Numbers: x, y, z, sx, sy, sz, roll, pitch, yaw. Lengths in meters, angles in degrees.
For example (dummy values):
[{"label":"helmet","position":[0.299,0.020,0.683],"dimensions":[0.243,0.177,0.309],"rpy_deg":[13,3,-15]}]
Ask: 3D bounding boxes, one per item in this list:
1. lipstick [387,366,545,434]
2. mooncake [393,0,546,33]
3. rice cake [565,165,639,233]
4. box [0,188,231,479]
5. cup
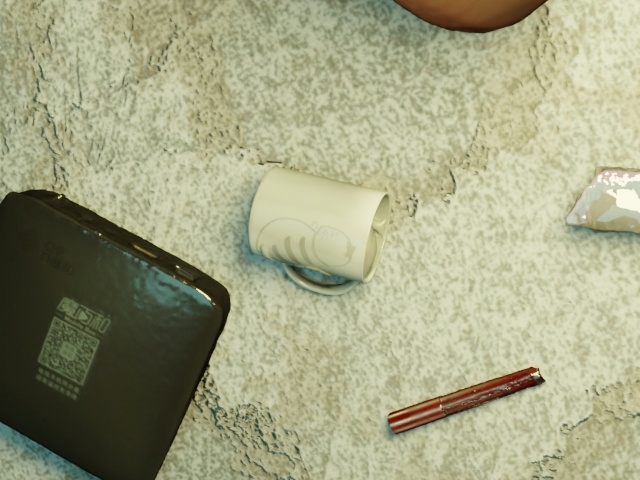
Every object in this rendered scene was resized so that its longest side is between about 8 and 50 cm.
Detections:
[{"label":"lipstick","position":[0.156,0.171,1.437],"dimensions":[0.176,0.027,0.027],"rpy_deg":[-22,95,19]},{"label":"mooncake","position":[0.087,-0.340,1.184],"dimensions":[0.174,0.326,0.334],"rpy_deg":[-44,78,28]},{"label":"rice cake","position":[0.442,-0.028,1.284],"dimensions":[0.399,0.064,0.070],"rpy_deg":[5,94,16]},{"label":"box","position":[-0.271,0.114,1.528],"dimensions":[0.290,0.073,0.289],"rpy_deg":[27,109,9]},{"label":"cup","position":[-0.002,0.000,1.406],"dimensions":[0.133,0.099,0.136],"rpy_deg":[14,105,12]}]
